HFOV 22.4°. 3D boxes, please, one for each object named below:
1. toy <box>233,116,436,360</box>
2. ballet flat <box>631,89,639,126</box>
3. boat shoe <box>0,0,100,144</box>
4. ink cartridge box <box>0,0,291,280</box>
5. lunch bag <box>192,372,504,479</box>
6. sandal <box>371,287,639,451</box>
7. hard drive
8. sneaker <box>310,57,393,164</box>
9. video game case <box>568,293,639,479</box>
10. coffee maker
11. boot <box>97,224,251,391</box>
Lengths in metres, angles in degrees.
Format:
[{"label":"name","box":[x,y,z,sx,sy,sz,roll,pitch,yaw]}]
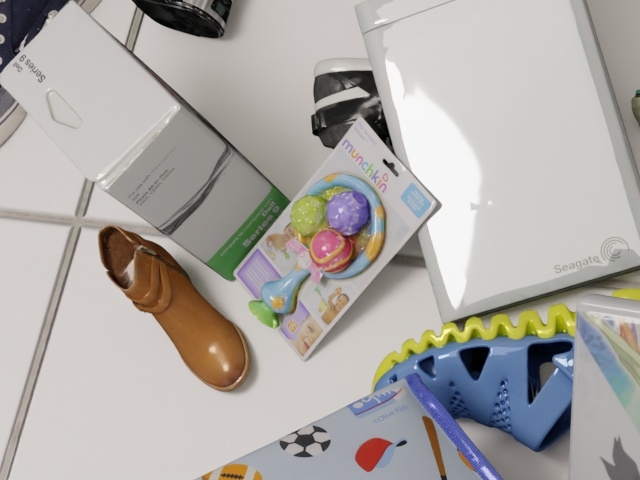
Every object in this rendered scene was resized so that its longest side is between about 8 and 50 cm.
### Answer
[{"label":"toy","box":[0.000,0.000,1.709,0.137,0.056,0.237,50,118,24]},{"label":"ballet flat","box":[0.403,-0.146,1.651,0.168,0.057,0.052,-13,93,23]},{"label":"boat shoe","box":[-0.401,-0.260,1.976,0.127,0.158,0.340,29,83,30]},{"label":"ink cartridge box","box":[-0.182,-0.102,1.742,0.121,0.289,0.211,-47,60,1]},{"label":"lunch bag","box":[0.055,0.366,1.431,0.328,0.239,0.385,-26,53,-24]},{"label":"sandal","box":[0.200,0.142,1.580,0.317,0.126,0.138,-14,69,20]},{"label":"hard drive","box":[0.190,-0.113,1.667,0.233,0.047,0.353,-18,82,17]},{"label":"sneaker","box":[0.095,-0.137,1.768,0.217,0.079,0.121,-1,81,23]},{"label":"video game case","box":[0.372,0.215,1.420,0.329,0.036,0.300,8,104,34]},{"label":"coffee maker","box":[-0.152,-0.343,1.939,0.171,0.120,0.178,13,73,51]},{"label":"boot","box":[-0.164,0.073,1.744,0.073,0.152,0.197,-43,60,3]}]
